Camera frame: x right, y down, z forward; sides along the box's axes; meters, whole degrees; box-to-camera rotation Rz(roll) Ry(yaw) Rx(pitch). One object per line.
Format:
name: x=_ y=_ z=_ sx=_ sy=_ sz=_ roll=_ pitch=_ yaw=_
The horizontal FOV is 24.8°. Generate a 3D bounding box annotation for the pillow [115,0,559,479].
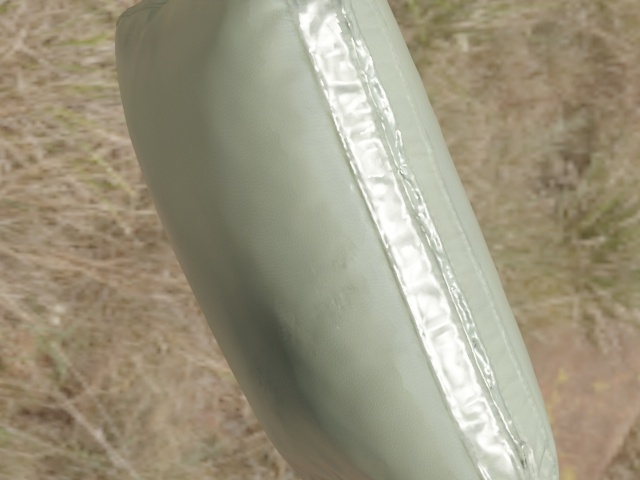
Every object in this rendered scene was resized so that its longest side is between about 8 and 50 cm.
pillow: x=0.000 y=0.000 z=0.787 sx=0.120 sy=0.255 sz=0.322 roll=-27 pitch=98 yaw=-25
